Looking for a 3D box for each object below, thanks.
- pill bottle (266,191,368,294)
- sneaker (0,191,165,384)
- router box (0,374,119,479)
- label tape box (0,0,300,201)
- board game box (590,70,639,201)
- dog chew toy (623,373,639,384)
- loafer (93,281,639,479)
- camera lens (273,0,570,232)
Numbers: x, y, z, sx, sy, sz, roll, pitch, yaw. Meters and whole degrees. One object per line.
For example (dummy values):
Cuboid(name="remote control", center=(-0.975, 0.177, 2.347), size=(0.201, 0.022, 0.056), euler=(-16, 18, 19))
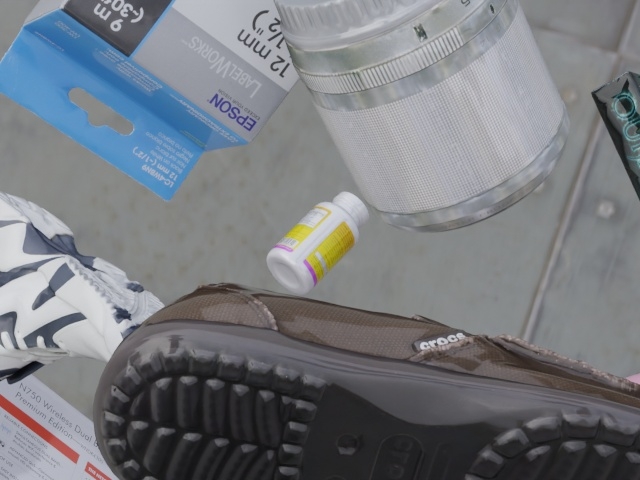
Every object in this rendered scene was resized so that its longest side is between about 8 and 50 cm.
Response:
Cuboid(name="pill bottle", center=(0.000, 0.000, 1.207), size=(0.043, 0.043, 0.083), euler=(36, 62, 19))
Cuboid(name="sneaker", center=(-0.214, 0.078, 1.197), size=(0.235, 0.094, 0.153), euler=(36, 99, 29))
Cuboid(name="router box", center=(-0.297, 0.269, 1.424), size=(0.335, 0.082, 0.301), euler=(43, 37, -23))
Cuboid(name="label tape box", center=(-0.140, -0.225, 1.624), size=(0.347, 0.249, 0.115), euler=(-53, 25, 4))
Cuboid(name="board game box", center=(0.204, 0.008, 0.782), size=(0.026, 0.126, 0.186), euler=(-29, 75, 29))
Cuboid(name="dog chew toy", center=(0.249, 0.273, 1.342), size=(0.206, 0.206, 0.332), euler=(42, 98, 22))
Cuboid(name="loafer", center=(0.075, 0.091, 0.792), size=(0.366, 0.134, 0.130), euler=(19, 27, -9))
Cuboid(name="camera lens", center=(0.100, -0.162, 1.516), size=(0.219, 0.274, 0.219), euler=(-22, 28, 13))
